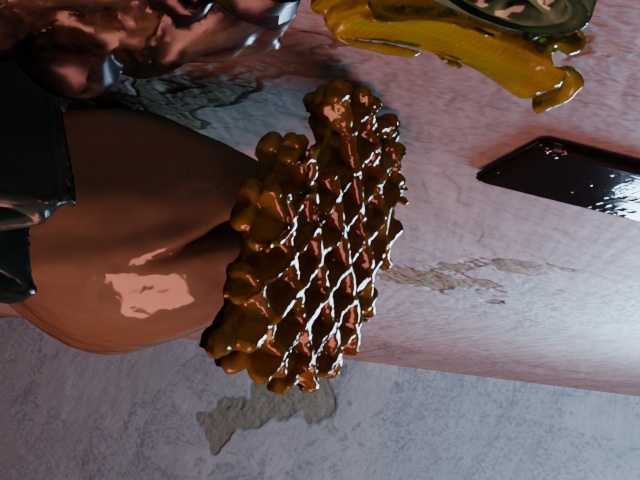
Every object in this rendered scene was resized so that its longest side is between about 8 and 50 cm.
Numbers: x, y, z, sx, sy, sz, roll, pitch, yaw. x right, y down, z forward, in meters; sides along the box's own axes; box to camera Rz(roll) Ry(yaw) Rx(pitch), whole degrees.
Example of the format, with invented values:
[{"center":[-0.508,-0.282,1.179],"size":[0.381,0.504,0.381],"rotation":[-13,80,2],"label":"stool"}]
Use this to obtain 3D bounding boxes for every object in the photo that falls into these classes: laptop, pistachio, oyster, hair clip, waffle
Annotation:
[{"center":[0.235,-0.046,0.964],"size":[0.180,0.016,0.129],"rotation":[13,166,-14],"label":"laptop"},{"center":[-0.154,-0.009,0.955],"size":[0.226,0.207,0.332],"rotation":[-10,-175,-44],"label":"pistachio"},{"center":[-0.192,-0.144,0.646],"size":[0.361,0.096,0.221],"rotation":[10,161,-17],"label":"oyster"},{"center":[0.074,-0.120,0.657],"size":[0.173,0.046,0.072],"rotation":[13,164,-26],"label":"hair clip"},{"center":[0.000,0.000,0.850],"size":[0.051,0.228,0.231],"rotation":[13,177,25],"label":"waffle"}]

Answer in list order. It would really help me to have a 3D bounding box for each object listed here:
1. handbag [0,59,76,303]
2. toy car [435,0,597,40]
[{"center":[-0.301,-0.071,0.715],"size":[0.274,0.100,0.268],"rotation":[12,-153,-26],"label":"handbag"},{"center":[0.024,-0.165,0.295],"size":[0.125,0.136,0.306],"rotation":[16,172,18],"label":"toy car"}]
